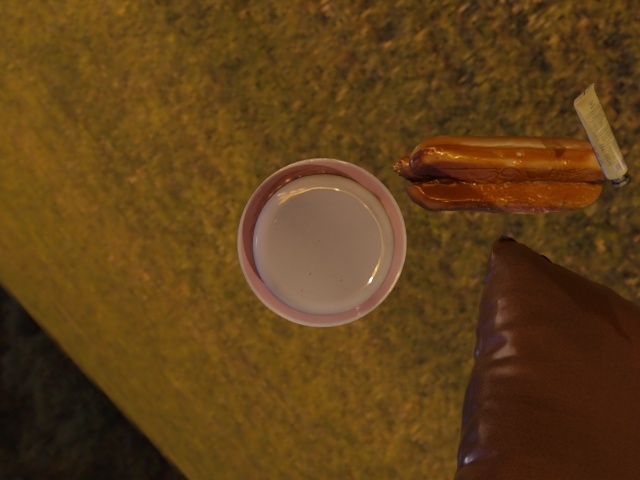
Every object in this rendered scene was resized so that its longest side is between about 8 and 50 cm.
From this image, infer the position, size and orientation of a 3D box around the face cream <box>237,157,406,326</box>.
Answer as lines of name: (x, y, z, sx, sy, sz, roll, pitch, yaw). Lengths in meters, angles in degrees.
face cream: (0.000, 0.000, 0.626, 0.091, 0.091, 0.095, 51, 180, -4)

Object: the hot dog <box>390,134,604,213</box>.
hot dog: (0.186, -0.071, 1.177, 0.062, 0.236, 0.092, -108, 25, -52)

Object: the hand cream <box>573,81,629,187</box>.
hand cream: (0.262, -0.096, 1.047, 0.022, 0.035, 0.102, 5, 131, 54)

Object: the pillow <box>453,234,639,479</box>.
pillow: (0.220, 0.170, 0.705, 0.308, 0.305, 0.108, 28, 139, -9)
